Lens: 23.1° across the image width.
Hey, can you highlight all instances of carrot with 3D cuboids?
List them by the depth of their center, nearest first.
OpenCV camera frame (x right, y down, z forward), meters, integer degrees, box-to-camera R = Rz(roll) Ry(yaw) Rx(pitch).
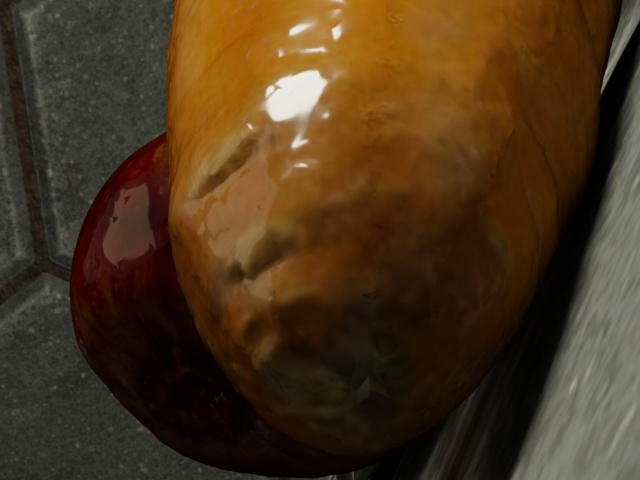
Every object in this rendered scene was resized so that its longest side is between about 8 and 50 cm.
[{"bbox_3d":[0.019,-0.031,0.472,0.225,0.159,0.159,-81,12,-57],"label":"carrot"}]

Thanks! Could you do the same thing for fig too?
[{"bbox_3d":[-0.008,0.002,0.697,0.175,0.175,0.207,113,-176,-48],"label":"fig"}]

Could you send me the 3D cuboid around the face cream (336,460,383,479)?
[{"bbox_3d":[0.052,-0.005,0.809,0.143,0.089,0.314,119,164,-82],"label":"face cream"}]
